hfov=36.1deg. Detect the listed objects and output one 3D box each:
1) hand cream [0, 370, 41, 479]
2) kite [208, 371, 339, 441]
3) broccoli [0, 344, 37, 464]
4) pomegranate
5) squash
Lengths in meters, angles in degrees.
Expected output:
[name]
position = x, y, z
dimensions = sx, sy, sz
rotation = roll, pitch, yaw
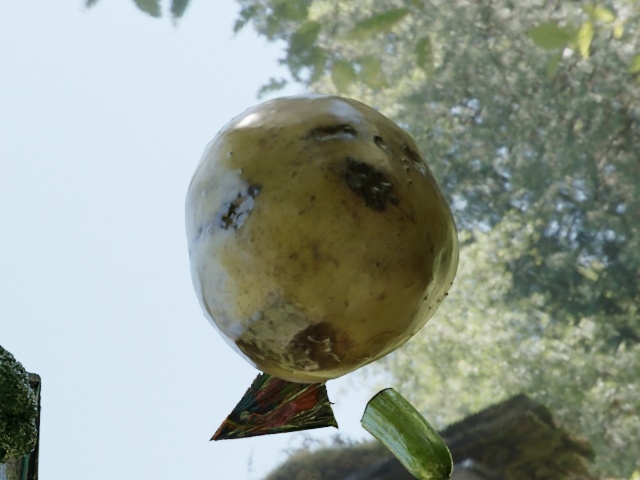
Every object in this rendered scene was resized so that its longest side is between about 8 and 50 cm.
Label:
[hand cream]
position = -0.416, 0.286, 1.296
dimensions = 0.061, 0.120, 0.271
rotation = -37, -45, -65
[kite]
position = -0.047, 0.218, 1.335
dimensions = 0.233, 0.016, 0.321
rotation = -31, -35, -13
[broccoli]
position = -0.402, 0.180, 1.089
dimensions = 0.156, 0.195, 0.195
rotation = -34, -41, -28
[pomegranate]
position = 0.000, 0.000, 0.946
dimensions = 0.281, 0.281, 0.281
rotation = -33, -42, -35
[squash]
position = 0.160, 0.345, 1.702
dimensions = 0.095, 0.188, 0.095
rotation = -29, -40, -28
